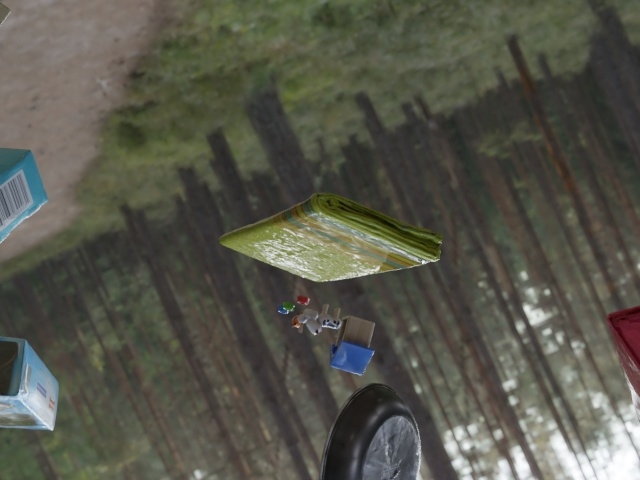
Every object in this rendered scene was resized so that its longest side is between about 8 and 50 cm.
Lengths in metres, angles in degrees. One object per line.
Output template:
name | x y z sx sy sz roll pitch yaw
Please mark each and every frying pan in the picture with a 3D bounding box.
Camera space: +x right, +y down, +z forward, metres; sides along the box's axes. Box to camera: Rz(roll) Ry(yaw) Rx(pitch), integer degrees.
frying pan | 0.048 0.331 1.388 0.053 0.326 0.197 5 160 35

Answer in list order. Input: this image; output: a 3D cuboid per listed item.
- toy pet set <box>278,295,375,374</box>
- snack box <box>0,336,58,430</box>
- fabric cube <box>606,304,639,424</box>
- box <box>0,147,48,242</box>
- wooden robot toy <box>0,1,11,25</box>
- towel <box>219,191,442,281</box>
toy pet set | 0.004 0.120 1.437 0.114 0.065 0.122 18 167 -10
snack box | -0.433 0.134 1.139 0.322 0.060 0.187 4 161 -1
fabric cube | 0.414 0.179 0.945 0.254 0.258 0.259 -21 -154 5
box | -0.397 -0.048 1.138 0.244 0.060 0.100 6 -145 25
wooden robot toy | -0.448 -0.294 1.495 0.173 0.079 0.076 -55 -155 -6
towel | 0.000 0.000 0.907 0.237 0.102 0.021 -16 -128 68
